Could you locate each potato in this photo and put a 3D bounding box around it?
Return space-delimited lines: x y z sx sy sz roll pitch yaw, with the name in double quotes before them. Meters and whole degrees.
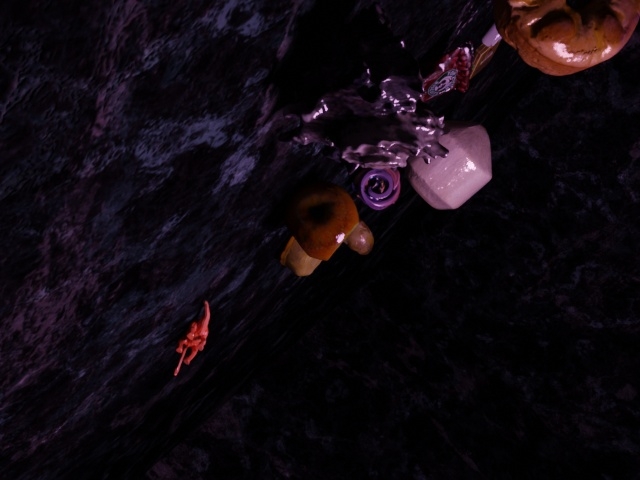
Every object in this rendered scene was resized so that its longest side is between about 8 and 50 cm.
"potato" 0.137 -0.011 2.319 0.096 0.103 0.066 -44 173 -19

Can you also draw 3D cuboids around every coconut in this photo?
"coconut" 0.382 -0.233 2.056 0.266 0.237 0.237 -44 172 21

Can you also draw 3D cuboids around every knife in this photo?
"knife" 0.475 -0.567 1.649 0.265 0.040 0.073 -52 180 32

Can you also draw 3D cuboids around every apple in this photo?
"apple" 0.009 -0.041 1.466 0.146 0.163 0.147 -37 155 -2

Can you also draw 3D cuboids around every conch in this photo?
"conch" 0.071 -0.180 0.978 0.186 0.240 0.313 -56 162 -25

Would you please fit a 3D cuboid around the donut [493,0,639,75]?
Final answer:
"donut" 0.487 -0.479 1.373 0.317 0.299 0.150 -18 176 -15

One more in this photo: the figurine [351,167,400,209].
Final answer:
"figurine" 0.136 -0.148 1.801 0.126 0.114 0.157 -14 -162 -5

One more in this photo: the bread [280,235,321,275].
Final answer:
"bread" -0.033 0.012 1.764 0.156 0.086 0.125 -49 161 -3

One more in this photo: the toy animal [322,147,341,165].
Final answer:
"toy animal" 0.094 -0.229 1.370 0.210 0.117 0.121 -23 142 27

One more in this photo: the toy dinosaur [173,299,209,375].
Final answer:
"toy dinosaur" -0.300 0.236 1.628 0.279 0.055 0.101 -55 -170 31

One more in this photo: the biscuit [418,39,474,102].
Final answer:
"biscuit" 0.216 -0.319 1.479 0.235 0.063 0.151 -28 165 -5

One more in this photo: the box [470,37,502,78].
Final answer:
"box" 0.424 -0.481 1.839 0.090 0.023 0.133 -45 170 -13
